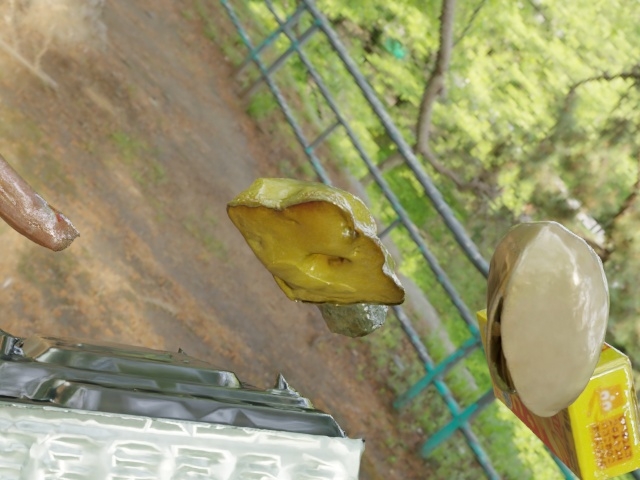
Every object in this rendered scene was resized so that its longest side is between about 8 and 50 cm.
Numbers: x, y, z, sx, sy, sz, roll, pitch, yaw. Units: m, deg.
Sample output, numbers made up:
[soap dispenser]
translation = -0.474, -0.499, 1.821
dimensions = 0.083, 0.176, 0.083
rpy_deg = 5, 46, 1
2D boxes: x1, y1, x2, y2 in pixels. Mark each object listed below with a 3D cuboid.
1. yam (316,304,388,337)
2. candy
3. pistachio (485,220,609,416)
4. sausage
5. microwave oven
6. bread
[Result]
[yam]
translation = 0.026, 0.053, 1.458
dimensions = 0.107, 0.107, 0.194
rpy_deg = -112, 176, -54
[candy]
translation = 0.298, 0.178, 1.188
dimensions = 0.276, 0.088, 0.146
rpy_deg = -130, -158, -71
[pistachio]
translation = 0.233, 0.078, 0.977
dimensions = 0.126, 0.152, 0.223
rpy_deg = 29, -42, 47
[sausage]
translation = -0.282, -0.055, 0.811
dimensions = 0.176, 0.040, 0.047
rpy_deg = 43, 4, 15
[microwave oven]
translation = -0.133, 0.144, 0.512
dimensions = 0.237, 0.181, 0.295
rpy_deg = 9, -6, -20
[bread]
translation = 0.000, 0.000, 1.079
dimensions = 0.233, 0.160, 0.088
rpy_deg = 53, 36, -55
